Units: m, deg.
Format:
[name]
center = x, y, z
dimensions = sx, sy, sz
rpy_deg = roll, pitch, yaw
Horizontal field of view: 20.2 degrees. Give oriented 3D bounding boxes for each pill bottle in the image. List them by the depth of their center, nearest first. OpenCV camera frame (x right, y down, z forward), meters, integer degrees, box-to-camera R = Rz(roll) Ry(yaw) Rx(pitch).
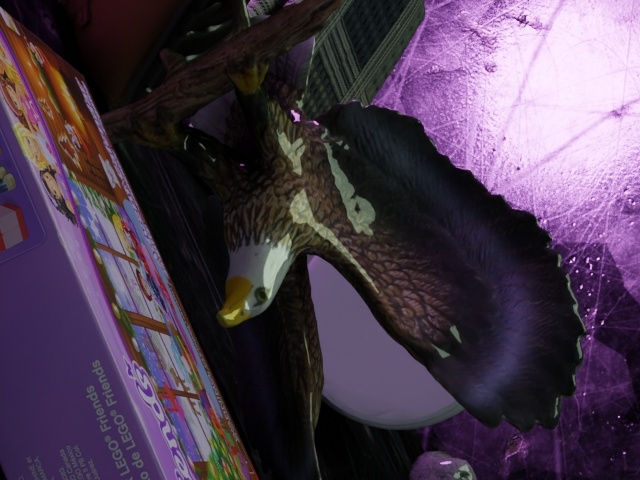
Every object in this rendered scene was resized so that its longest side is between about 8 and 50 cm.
[pill bottle]
center = 0.079, 0.069, 1.780
dimensions = 0.392, 0.224, 0.224
rpy_deg = -16, 81, -86

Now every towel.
[towel]
center = -0.013, -0.172, 1.719
dimensions = 0.056, 0.324, 0.312
rpy_deg = 30, -12, 18

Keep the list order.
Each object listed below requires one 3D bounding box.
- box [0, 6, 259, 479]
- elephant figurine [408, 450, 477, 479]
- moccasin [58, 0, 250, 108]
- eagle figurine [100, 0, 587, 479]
[box]
center = -0.089, 0.050, 0.726
dimensions = 0.201, 0.057, 0.293
rpy_deg = 42, 23, -80
[elephant figurine]
center = 0.062, 0.247, 0.976
dimensions = 0.239, 0.186, 0.169
rpy_deg = 32, -60, 46
[moccasin]
center = -0.075, -0.230, 1.151
dimensions = 0.147, 0.139, 0.380
rpy_deg = 53, -30, 5
[eagle figurine]
center = -0.006, 0.007, 1.125
dimensions = 0.298, 0.225, 0.226
rpy_deg = 53, -22, -21
